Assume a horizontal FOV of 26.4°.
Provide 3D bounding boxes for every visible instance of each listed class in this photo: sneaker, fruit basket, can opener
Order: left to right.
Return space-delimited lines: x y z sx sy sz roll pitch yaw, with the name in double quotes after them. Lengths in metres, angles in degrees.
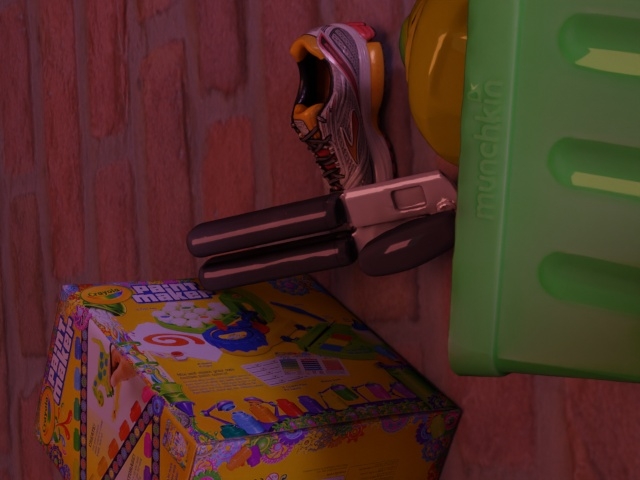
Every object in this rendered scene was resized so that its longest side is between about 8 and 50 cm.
0.000 0.000 1.285 0.284 0.095 0.076 -12 107 20 "can opener"
0.011 -0.101 1.345 0.088 0.093 0.225 -4 93 53 "sneaker"
0.163 -0.110 0.996 0.392 0.283 0.392 18 119 36 "fruit basket"

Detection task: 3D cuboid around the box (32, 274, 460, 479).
-0.078 0.173 1.315 0.279 0.290 0.177 41 124 45 "box"
